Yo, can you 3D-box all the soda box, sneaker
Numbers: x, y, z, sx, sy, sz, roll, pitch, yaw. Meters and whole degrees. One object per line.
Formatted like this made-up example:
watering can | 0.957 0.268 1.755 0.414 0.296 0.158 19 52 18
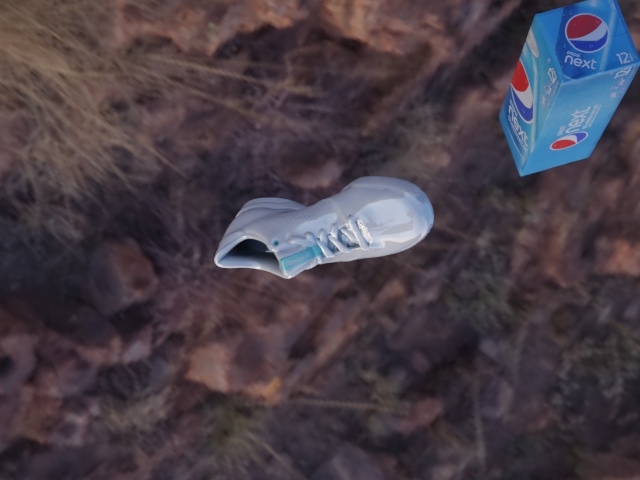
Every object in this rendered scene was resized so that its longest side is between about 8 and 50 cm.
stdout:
soda box | 0.211 -0.129 1.242 0.071 0.067 0.210 -16 162 -7
sneaker | 0.000 0.000 1.310 0.094 0.212 0.080 -48 122 -51
